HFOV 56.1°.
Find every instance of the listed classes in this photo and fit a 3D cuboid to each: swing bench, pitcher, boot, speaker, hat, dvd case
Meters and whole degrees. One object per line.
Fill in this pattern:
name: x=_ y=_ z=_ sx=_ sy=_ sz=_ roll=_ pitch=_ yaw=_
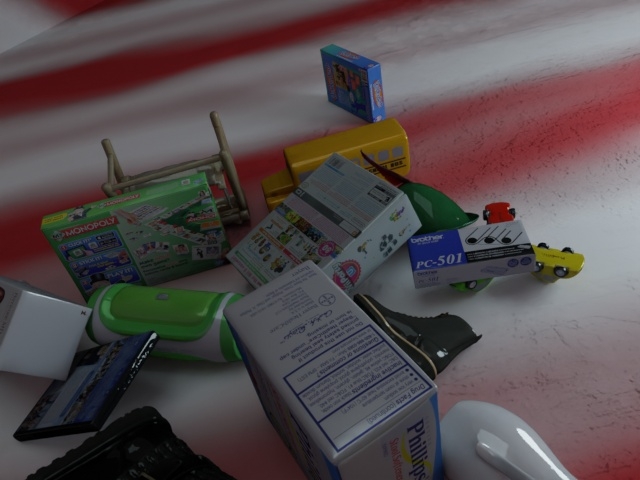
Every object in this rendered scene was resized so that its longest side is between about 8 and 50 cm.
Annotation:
swing bench: x=-0.298 y=-0.104 z=1.285 sx=0.253 sy=0.255 sz=0.165 roll=-16 pitch=47 yaw=-4
pitcher: x=0.239 y=0.286 z=0.751 sx=0.207 sy=0.178 sz=0.126 roll=30 pitch=79 yaw=37
boot: x=0.160 y=0.142 z=1.026 sx=0.137 sy=0.077 sz=0.198 roll=-28 pitch=56 yaw=-24
boot: x=-0.278 y=0.395 z=0.791 sx=0.348 sy=0.131 sz=0.260 roll=-38 pitch=46 yaw=-28
speaker: x=-0.268 y=0.146 z=1.081 sx=0.296 sy=0.131 sz=0.131 roll=3 pitch=43 yaw=17
hat: x=0.187 y=-0.109 z=1.171 sx=0.208 sy=0.184 sz=0.173 roll=-12 pitch=9 yaw=14
dvd case: x=-0.389 y=0.243 z=0.994 sx=0.252 sy=0.022 sz=0.180 roll=-19 pitch=32 yaw=37

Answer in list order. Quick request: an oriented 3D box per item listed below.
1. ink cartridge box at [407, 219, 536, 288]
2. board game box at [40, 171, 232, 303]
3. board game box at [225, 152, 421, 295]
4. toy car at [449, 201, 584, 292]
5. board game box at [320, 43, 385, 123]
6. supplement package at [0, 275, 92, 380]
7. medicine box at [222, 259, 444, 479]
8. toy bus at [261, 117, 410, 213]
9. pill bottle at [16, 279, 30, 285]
ink cartridge box: x=0.262 y=0.024 z=1.062 sx=0.206 sy=0.046 sz=0.097 roll=-9 pitch=38 yaw=7
board game box: x=-0.353 y=0.000 z=1.201 sx=0.317 sy=0.214 sz=0.046 roll=-16 pitch=41 yaw=-5
board game box: x=0.000 y=0.000 z=1.125 sx=0.303 sy=0.098 sz=0.224 roll=-43 pitch=42 yaw=-7
toy car: x=0.326 y=0.038 z=1.109 sx=0.224 sy=0.053 sz=0.239 roll=-26 pitch=41 yaw=-15
board game box: x=0.086 y=-0.423 z=1.618 sx=0.047 sy=0.160 sz=0.210 roll=-31 pitch=44 yaw=-21
supplement package: x=-0.547 y=0.146 z=1.073 sx=0.244 sy=0.133 sz=0.139 roll=8 pitch=77 yaw=40
medicine box: x=0.021 y=0.221 z=0.812 sx=0.149 sy=0.264 sz=0.289 roll=-28 pitch=42 yaw=-17
toy bus: x=0.029 y=-0.161 z=1.353 sx=0.332 sy=0.130 sz=0.108 roll=-16 pitch=40 yaw=-5
pill bottle: x=-0.677 y=0.125 z=1.245 sx=0.137 sy=0.078 sz=0.078 roll=-10 pitch=40 yaw=2
